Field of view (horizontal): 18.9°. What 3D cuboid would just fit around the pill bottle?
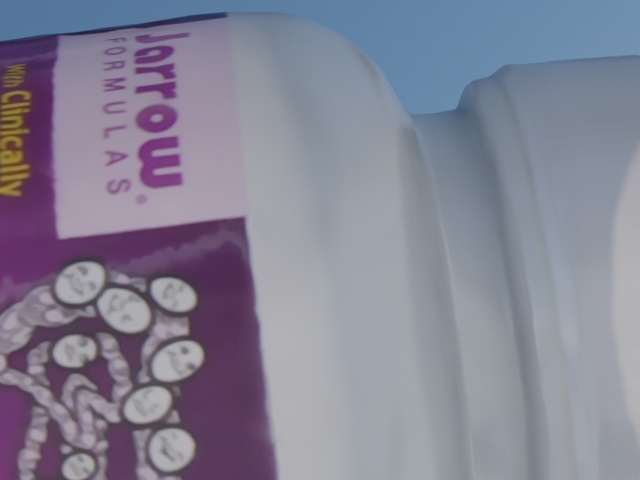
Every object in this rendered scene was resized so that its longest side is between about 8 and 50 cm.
[{"bbox_3d":[-0.064,0.036,0.446,0.302,0.169,0.169,-8,-16,-2],"label":"pill bottle"}]
